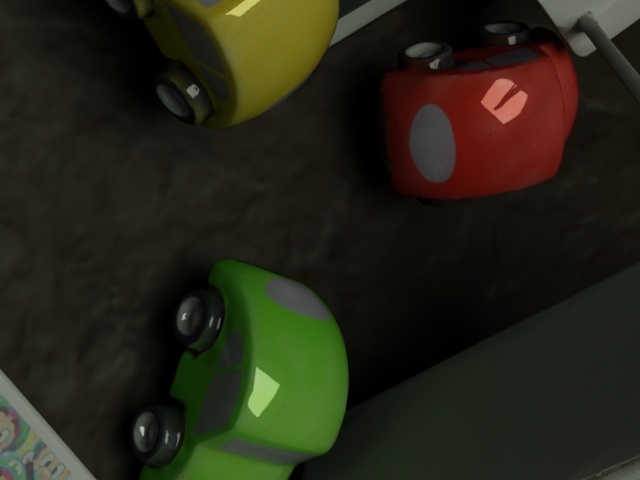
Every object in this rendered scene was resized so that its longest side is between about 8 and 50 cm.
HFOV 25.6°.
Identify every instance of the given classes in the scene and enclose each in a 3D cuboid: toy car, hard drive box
[{"bbox_3d":[0.000,0.000,0.497,0.239,0.053,0.225,19,89,-42],"label":"toy car"},{"bbox_3d":[0.133,0.103,0.500,0.181,0.232,0.089,44,32,-28],"label":"hard drive box"}]

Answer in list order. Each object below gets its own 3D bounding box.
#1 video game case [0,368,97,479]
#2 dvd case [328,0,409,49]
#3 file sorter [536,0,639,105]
[{"bbox_3d":[-0.159,0.078,0.430,0.143,0.019,0.157,-47,115,-25],"label":"video game case"},{"bbox_3d":[0.020,-0.187,0.540,0.238,0.029,0.179,-35,111,-28],"label":"dvd case"},{"bbox_3d":[0.094,-0.194,0.413,0.193,0.173,0.278,-36,111,13],"label":"file sorter"}]
